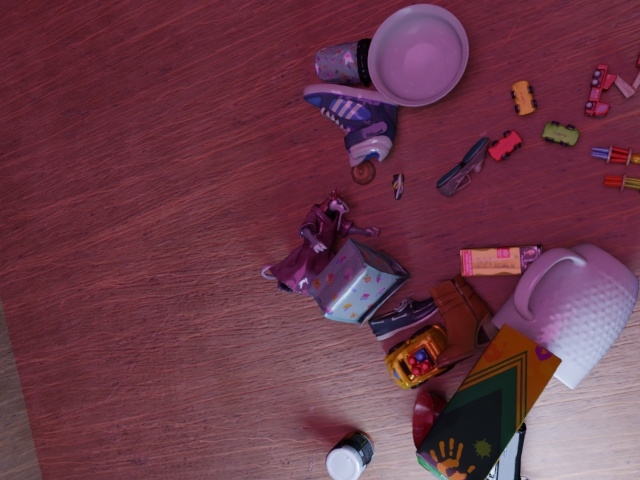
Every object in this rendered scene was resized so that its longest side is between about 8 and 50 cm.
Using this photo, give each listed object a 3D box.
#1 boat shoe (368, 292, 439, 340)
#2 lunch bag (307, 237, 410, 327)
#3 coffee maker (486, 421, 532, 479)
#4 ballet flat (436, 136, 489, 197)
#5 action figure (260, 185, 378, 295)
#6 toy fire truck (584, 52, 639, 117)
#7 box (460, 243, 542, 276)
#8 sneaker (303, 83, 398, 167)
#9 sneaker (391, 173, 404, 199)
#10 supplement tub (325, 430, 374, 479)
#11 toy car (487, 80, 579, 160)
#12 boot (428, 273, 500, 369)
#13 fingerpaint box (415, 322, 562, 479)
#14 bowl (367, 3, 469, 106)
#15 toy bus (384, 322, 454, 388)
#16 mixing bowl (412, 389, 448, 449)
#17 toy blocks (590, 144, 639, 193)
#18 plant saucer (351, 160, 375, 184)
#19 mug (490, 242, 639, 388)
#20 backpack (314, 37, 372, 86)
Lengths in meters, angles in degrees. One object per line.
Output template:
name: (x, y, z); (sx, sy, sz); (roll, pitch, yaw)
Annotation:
boat shoe: (0.264, 0.226, 1.884); (0.254, 0.095, 0.079); (-31, 92, 29)
lunch bag: (0.132, 0.141, 1.852); (0.223, 0.262, 0.160); (-49, 46, 18)
coffee maker: (0.559, 0.622, 1.781); (0.171, 0.120, 0.178); (6, 96, -3)
ballet flat: (0.441, -0.216, 1.815); (0.068, 0.072, 0.213); (40, 108, -13)
action figure: (0.000, 0.000, 1.957); (0.275, 0.248, 0.370); (24, 103, 47)
toy fire truck: (0.815, -0.428, 1.657); (0.135, 0.047, 0.192); (14, 98, 19)
box: (0.534, 0.059, 1.784); (0.232, 0.058, 0.087); (-2, 92, 22)
sneaker: (0.079, -0.356, 1.909); (0.322, 0.130, 0.236); (11, 92, 16)
sneaker: (0.242, -0.170, 1.910); (0.035, 0.031, 0.083); (10, 92, 35)
supplement tub: (0.100, 0.680, 1.913); (0.117, 0.190, 0.117); (1, 92, 23)
toy car: (0.625, -0.319, 1.735); (0.225, 0.053, 0.239); (21, 100, 19)
boot: (0.384, 0.229, 1.747); (0.220, 0.283, 0.109); (58, 147, 9)
fingerpaint box: (0.409, 0.449, 1.542); (0.163, 0.445, 0.371); (34, 77, 21)
bowl: (0.302, -0.539, 1.811); (0.298, 0.134, 0.298); (1, 92, 22)
toy bus: (0.288, 0.370, 1.816); (0.220, 0.211, 0.149); (-35, 81, 21)
mixing bowl: (0.354, 0.553, 1.834); (0.098, 0.181, 0.181); (11, 97, -7)
toy blocks: (0.817, -0.198, 1.662); (0.148, 0.054, 0.123); (12, 96, 21)
plant saucer: (0.137, -0.222, 1.955); (0.083, 0.015, 0.083); (1, 93, 21)
mug: (0.639, 0.160, 1.589); (0.328, 0.374, 0.276); (-51, 37, 5)
backpack: (0.073, -0.563, 1.913); (0.182, 0.115, 0.152); (0, 95, 24)
